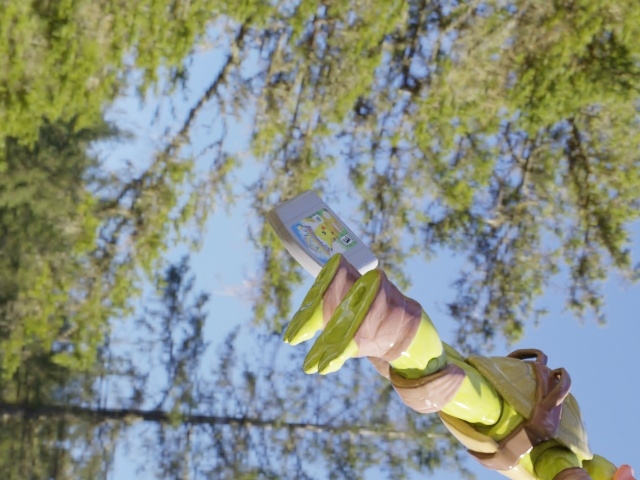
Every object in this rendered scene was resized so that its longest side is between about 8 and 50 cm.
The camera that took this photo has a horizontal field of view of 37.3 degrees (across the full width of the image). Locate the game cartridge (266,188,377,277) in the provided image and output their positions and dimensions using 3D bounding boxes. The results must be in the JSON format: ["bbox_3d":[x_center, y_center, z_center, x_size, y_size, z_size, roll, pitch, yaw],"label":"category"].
[{"bbox_3d":[0.000,0.000,0.727,0.083,0.056,0.017,46,-43,12],"label":"game cartridge"}]

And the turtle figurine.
[{"bbox_3d":[0.091,0.094,0.488,0.087,0.217,0.269,-51,-165,11],"label":"turtle figurine"}]
